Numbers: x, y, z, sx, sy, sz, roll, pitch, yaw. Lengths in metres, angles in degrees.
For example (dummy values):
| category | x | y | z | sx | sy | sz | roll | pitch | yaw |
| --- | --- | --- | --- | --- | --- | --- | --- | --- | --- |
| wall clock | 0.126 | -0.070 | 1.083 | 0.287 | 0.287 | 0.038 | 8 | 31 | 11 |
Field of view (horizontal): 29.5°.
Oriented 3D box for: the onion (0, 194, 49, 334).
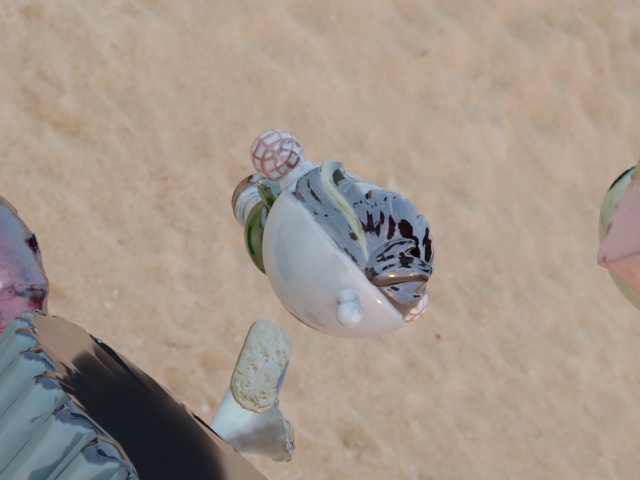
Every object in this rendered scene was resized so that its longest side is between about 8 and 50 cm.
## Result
| category | x | y | z | sx | sy | sz | roll | pitch | yaw |
| --- | --- | --- | --- | --- | --- | --- | --- | --- | --- |
| onion | -0.398 | 0.078 | 1.306 | 0.195 | 0.272 | 0.272 | -5 | 52 | -36 |

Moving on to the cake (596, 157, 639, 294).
| category | x | y | z | sx | sy | sz | roll | pitch | yaw |
| --- | --- | --- | --- | --- | --- | --- | --- | --- | --- |
| cake | 0.476 | -0.049 | 1.166 | 0.314 | 0.306 | 0.293 | 31 | -13 | -5 |

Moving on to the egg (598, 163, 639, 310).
| category | x | y | z | sx | sy | sz | roll | pitch | yaw |
| --- | --- | --- | --- | --- | --- | --- | --- | --- | --- |
| egg | 0.444 | 0.010 | 1.482 | 0.253 | 0.186 | 0.186 | 46 | 21 | -20 |

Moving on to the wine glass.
| category | x | y | z | sx | sy | sz | roll | pitch | yaw |
| --- | --- | --- | --- | --- | --- | --- | --- | --- | --- |
| wine glass | -0.169 | 0.291 | 1.678 | 0.232 | 0.156 | 0.156 | -26 | 70 | -28 |

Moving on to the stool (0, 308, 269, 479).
| category | x | y | z | sx | sy | sz | roll | pitch | yaw |
| --- | --- | --- | --- | --- | --- | --- | --- | --- | --- |
| stool | -0.146 | 0.250 | 0.580 | 0.297 | 0.330 | 0.297 | 44 | -1 | 1 |

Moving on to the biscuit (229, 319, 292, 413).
| category | x | y | z | sx | sy | sz | roll | pitch | yaw |
| --- | --- | --- | --- | --- | --- | --- | --- | --- | --- |
| biscuit | -0.078 | 0.166 | 1.620 | 0.071 | 0.018 | 0.147 | 33 | 47 | -15 |

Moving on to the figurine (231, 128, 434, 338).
| category | x | y | z | sx | sy | sz | roll | pitch | yaw |
| --- | --- | --- | --- | --- | --- | --- | --- | --- | --- |
| figurine | 0.000 | 0.000 | 1.327 | 0.281 | 0.167 | 0.370 | 47 | -8 | -24 |
